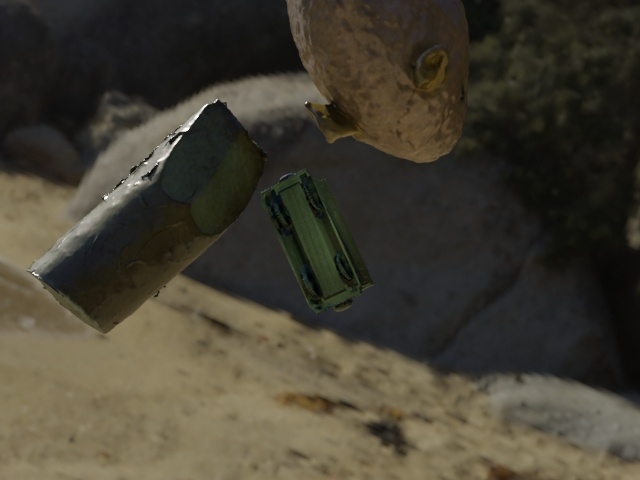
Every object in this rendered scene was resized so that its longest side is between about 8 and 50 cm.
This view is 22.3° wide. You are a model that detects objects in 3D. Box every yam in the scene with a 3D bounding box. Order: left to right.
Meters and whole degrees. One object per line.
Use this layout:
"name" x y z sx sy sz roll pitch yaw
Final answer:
"yam" -0.150 -0.023 1.527 0.106 0.259 0.106 41 -17 15

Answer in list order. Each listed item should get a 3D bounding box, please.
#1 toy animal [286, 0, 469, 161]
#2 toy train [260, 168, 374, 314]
"toy animal" 0.066 -0.245 1.861 0.358 0.188 0.226 61 23 -11
"toy train" 0.000 0.000 1.024 0.093 0.038 0.056 65 15 5
